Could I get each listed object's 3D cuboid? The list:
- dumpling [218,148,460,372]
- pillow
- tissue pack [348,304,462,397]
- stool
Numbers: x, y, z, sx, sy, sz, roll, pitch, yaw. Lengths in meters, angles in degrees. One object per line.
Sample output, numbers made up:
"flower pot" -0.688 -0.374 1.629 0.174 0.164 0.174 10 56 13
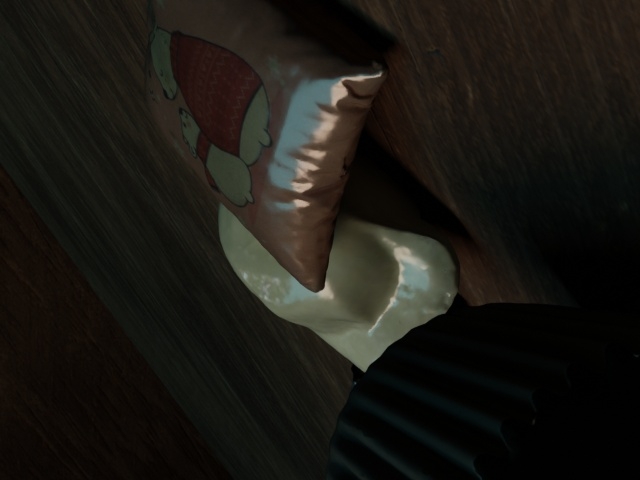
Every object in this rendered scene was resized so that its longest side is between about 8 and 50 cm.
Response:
"dumpling" 0.000 0.000 1.501 0.250 0.132 0.162 36 129 32
"pillow" -0.047 -0.104 1.365 0.223 0.084 0.236 47 149 24
"tissue pack" 0.142 0.202 1.714 0.259 0.122 0.361 41 165 10
"stool" 0.163 0.176 1.199 0.297 0.297 0.330 49 173 -12
